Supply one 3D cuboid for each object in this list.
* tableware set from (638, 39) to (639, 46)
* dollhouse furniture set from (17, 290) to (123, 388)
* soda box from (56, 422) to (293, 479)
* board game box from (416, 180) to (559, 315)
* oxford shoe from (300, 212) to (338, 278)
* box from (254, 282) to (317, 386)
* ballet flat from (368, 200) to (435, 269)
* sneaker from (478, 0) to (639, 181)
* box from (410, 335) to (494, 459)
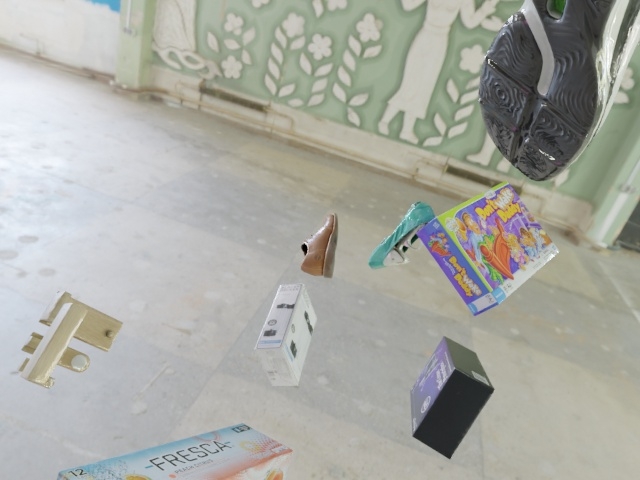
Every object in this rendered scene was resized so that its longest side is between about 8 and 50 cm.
[{"bbox_3d":[0.448,-0.343,0.682,0.194,0.128,0.039,11,-12,2],"label":"tableware set"},{"bbox_3d":[-0.375,0.167,0.761,0.123,0.144,0.151,37,-30,-31],"label":"dollhouse furniture set"},{"bbox_3d":[-0.097,0.185,0.350,0.063,0.058,0.183,14,-3,31],"label":"soda box"},{"bbox_3d":[0.422,0.006,1.196,0.347,0.078,0.233,-25,77,-40],"label":"board game box"},{"bbox_3d":[0.000,0.000,1.030,0.076,0.076,0.212,5,30,7],"label":"oxford shoe"},{"bbox_3d":[-0.100,0.288,1.516,0.087,0.169,0.290,-7,32,18],"label":"box"},{"bbox_3d":[0.219,0.010,1.290,0.083,0.247,0.087,9,37,-44],"label":"ballet flat"},{"bbox_3d":[0.334,-0.260,0.519,0.257,0.447,0.169,-30,59,-9],"label":"sneaker"},{"bbox_3d":[0.299,0.357,1.146,0.103,0.184,0.261,27,7,7],"label":"box"}]
